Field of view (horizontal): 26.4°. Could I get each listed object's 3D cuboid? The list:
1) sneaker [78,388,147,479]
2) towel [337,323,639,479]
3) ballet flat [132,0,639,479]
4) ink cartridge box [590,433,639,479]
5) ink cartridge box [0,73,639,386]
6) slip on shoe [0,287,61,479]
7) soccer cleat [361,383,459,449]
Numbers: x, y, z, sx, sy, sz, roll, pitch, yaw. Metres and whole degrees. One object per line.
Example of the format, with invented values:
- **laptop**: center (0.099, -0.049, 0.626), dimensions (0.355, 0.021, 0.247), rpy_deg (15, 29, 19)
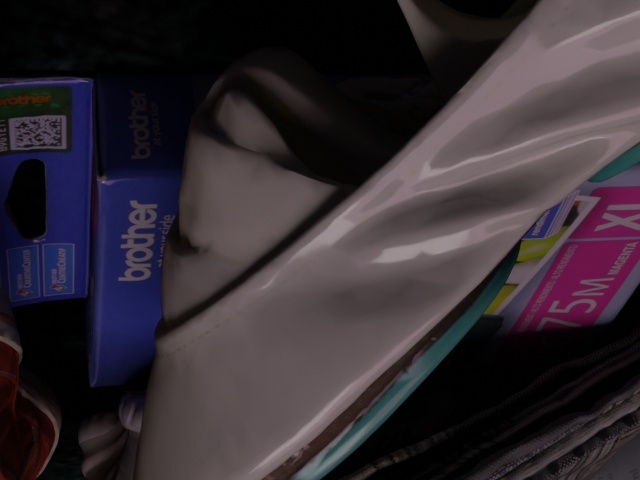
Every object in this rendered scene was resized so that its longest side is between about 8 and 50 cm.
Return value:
- **sneaker**: center (-0.058, 0.137, 0.710), dimensions (0.105, 0.115, 0.281), rpy_deg (-1, 168, -18)
- **towel**: center (0.091, 0.151, 0.774), dimensions (0.312, 0.056, 0.324), rpy_deg (-24, 160, -22)
- **ballet flat**: center (0.041, -0.047, 0.457), dimensions (0.400, 0.139, 0.139), rpy_deg (-42, 137, 23)
- **ink cartridge box**: center (0.251, 0.262, 1.090), dimensions (0.308, 0.091, 0.385), rpy_deg (21, 138, -39)
- **ink cartridge box**: center (0.000, 0.000, 0.624), dimensions (0.311, 0.065, 0.186), rpy_deg (0, 148, -11)
- **slip on shoe**: center (-0.193, 0.103, 0.674), dimensions (0.123, 0.101, 0.331), rpy_deg (4, 162, -9)
- **soccer cleat**: center (0.050, 0.110, 0.847), dimensions (0.036, 0.029, 0.083), rpy_deg (16, 146, -41)
